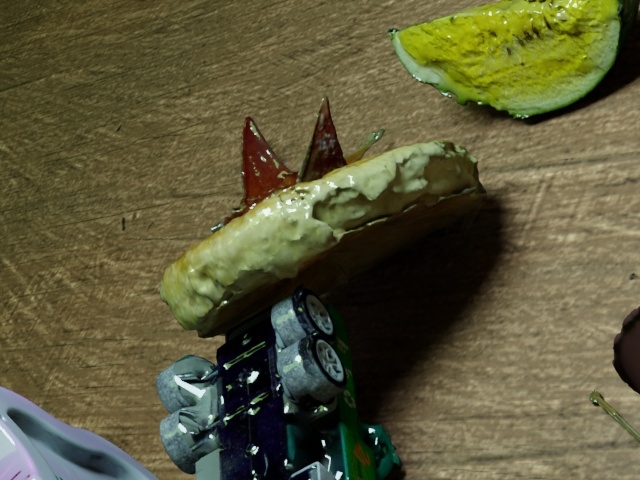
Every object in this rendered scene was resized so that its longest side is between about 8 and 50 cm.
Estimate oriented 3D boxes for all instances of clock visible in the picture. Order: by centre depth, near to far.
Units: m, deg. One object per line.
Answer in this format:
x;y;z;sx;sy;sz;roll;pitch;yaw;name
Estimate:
-0.207;0.265;1.747;0.102;0.338;0.338;-47;28;5;clock

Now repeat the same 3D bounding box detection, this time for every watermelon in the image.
0.200;-0.196;1.877;0.301;0.129;0.123;-8;53;46;watermelon

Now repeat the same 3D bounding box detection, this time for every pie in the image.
0.000;0.000;1.829;0.339;0.083;0.339;-24;-7;-3;pie

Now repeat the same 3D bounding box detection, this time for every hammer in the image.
0.240;0.145;1.543;0.029;0.014;0.123;-42;27;0;hammer

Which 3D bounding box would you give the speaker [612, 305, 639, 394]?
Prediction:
0.345;0.185;1.258;0.259;0.198;0.329;-8;54;-1;speaker

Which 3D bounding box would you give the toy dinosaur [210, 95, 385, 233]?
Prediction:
-0.034;-0.089;2.084;0.207;0.113;0.327;-26;10;14;toy dinosaur

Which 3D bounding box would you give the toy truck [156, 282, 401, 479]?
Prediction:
-0.022;0.194;1.699;0.177;0.178;0.363;-32;34;21;toy truck
